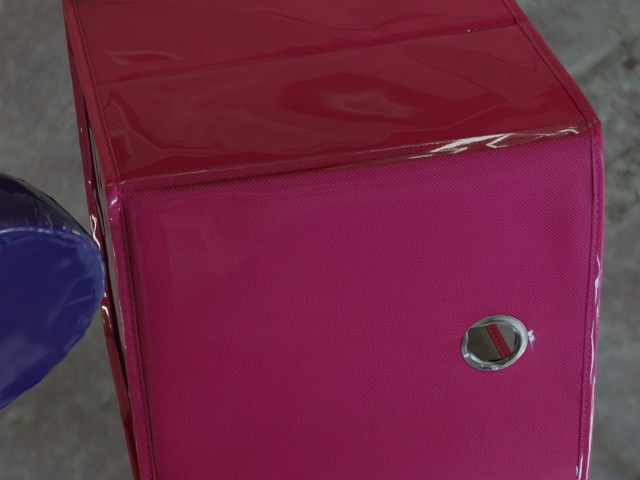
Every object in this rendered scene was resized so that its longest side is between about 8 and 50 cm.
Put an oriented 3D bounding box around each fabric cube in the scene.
[{"bbox_3d":[0.000,0.000,1.081,0.258,0.259,0.254,-8,122,-9],"label":"fabric cube"}]

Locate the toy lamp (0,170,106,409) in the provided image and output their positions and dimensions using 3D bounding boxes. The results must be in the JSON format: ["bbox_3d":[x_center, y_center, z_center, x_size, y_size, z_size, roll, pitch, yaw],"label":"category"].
[{"bbox_3d":[-0.135,-0.082,0.374,0.080,0.080,0.275,-37,67,9],"label":"toy lamp"}]
